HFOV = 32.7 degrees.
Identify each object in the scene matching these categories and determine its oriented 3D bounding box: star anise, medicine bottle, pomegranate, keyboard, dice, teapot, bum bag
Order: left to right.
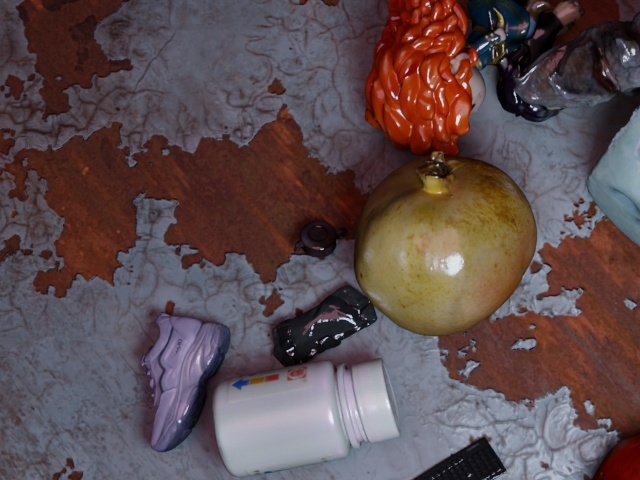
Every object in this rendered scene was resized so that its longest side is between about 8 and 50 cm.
[{"bbox_3d":[-0.023,0.288,1.816,0.293,0.170,0.170,-13,77,7],"label":"medicine bottle"},{"bbox_3d":[0.000,0.000,1.938,0.100,0.045,0.068,-15,54,-11],"label":"teapot"},{"bbox_3d":[0.002,0.150,1.903,0.198,0.049,0.087,-31,80,1],"label":"bum bag"},{"bbox_3d":[0.186,0.420,1.816,0.250,0.017,0.087,-33,43,2],"label":"keyboard"},{"bbox_3d":[0.198,-0.003,1.767,0.319,0.319,0.319,-2,78,9],"label":"pomegranate"},{"bbox_3d":[0.462,-0.275,1.700,0.316,0.359,0.139,-29,98,14],"label":"star anise"},{"bbox_3d":[0.608,-0.111,1.747,0.262,0.268,0.264,42,87,13],"label":"dice"}]

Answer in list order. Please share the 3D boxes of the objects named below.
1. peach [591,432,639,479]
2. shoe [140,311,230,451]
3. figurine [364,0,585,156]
[{"bbox_3d":[0.534,0.414,1.686,0.243,0.199,0.243,0,79,-1],"label":"peach"},{"bbox_3d":[-0.262,0.243,1.909,0.137,0.095,0.245,20,79,16],"label":"shoe"},{"bbox_3d":[0.268,-0.311,1.887,0.412,0.241,0.306,-14,99,-12],"label":"figurine"}]
